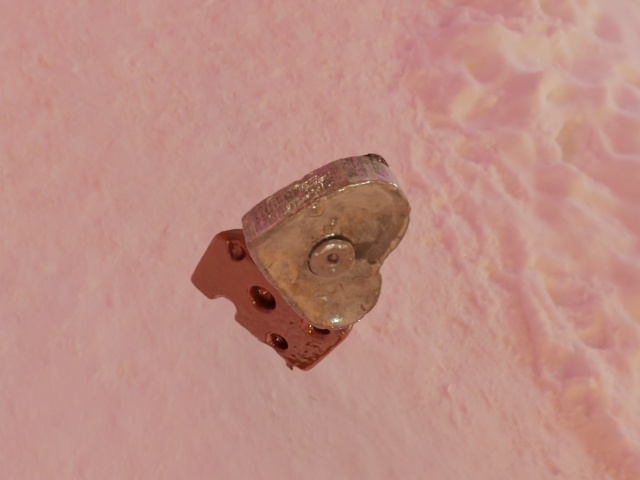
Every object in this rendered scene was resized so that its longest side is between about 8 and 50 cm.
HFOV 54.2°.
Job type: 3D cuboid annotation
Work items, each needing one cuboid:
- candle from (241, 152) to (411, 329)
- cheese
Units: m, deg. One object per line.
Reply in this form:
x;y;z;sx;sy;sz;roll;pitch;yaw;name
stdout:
0.000;0.000;0.659;0.168;0.192;0.068;7;28;-19;candle
-0.034;0.040;0.841;0.202;0.128;0.177;38;44;2;cheese
